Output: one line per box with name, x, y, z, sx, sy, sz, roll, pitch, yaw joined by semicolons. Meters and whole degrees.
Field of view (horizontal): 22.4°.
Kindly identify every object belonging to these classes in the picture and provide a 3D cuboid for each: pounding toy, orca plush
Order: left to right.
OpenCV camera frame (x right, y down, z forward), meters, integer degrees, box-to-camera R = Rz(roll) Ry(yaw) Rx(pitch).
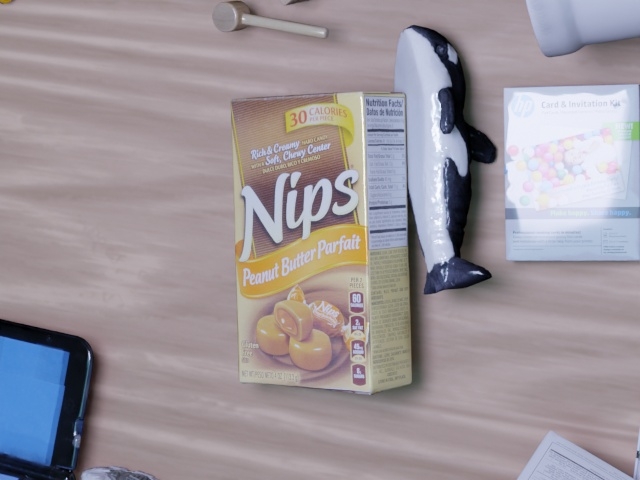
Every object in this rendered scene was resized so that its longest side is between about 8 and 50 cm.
pounding toy;-0.027;-0.303;1.773;0.206;0.094;0.181;-36;88;25
orca plush;0.151;-0.089;1.720;0.102;0.151;0.287;-3;64;-20

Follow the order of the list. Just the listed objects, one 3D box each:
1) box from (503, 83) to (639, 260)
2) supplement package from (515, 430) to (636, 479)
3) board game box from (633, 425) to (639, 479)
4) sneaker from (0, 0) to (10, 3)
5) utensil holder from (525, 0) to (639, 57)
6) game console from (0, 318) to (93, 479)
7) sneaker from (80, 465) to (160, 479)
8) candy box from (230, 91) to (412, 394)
box;0.270;-0.071;1.721;0.145;0.038;0.186;0;92;16
supplement package;0.230;0.373;1.609;0.198;0.263;0.199;30;131;13
board game box;0.480;0.246;1.668;0.305;0.053;0.193;8;96;16
sneaker;-0.407;-0.312;1.882;0.225;0.088;0.093;-19;89;17
utensil holder;0.382;-0.361;1.529;0.385;0.327;0.328;-6;91;14
game console;-0.433;0.221;1.859;0.293;0.250;0.173;9;122;27
sneaker;-0.193;0.351;1.858;0.232;0.090;0.115;34;106;14
candy box;0.000;0.000;1.753;0.183;0.087;0.316;0;94;36
